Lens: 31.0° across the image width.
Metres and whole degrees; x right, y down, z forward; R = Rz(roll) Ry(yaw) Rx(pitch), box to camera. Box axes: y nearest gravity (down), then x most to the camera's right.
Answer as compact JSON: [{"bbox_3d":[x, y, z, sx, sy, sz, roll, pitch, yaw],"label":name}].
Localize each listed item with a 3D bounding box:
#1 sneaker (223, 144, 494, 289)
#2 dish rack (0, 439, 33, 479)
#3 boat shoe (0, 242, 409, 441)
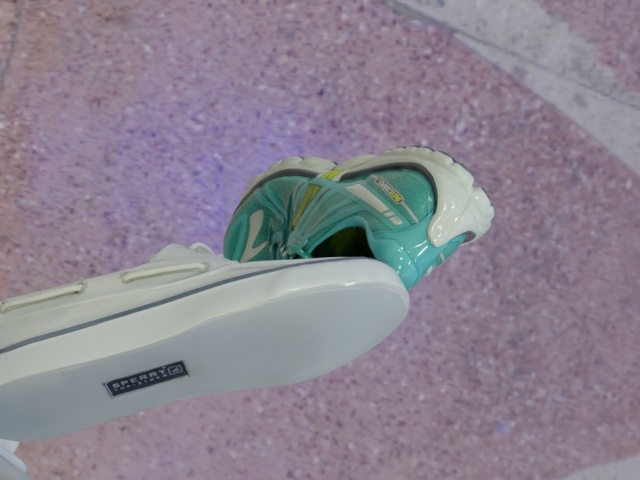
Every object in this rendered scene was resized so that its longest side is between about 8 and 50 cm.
[{"bbox_3d":[0.000,0.000,0.845,0.107,0.275,0.110,52,59,-16],"label":"sneaker"},{"bbox_3d":[-0.395,0.124,0.932,0.333,0.285,0.072,46,57,-32],"label":"dish rack"},{"bbox_3d":[-0.080,0.040,0.675,0.258,0.084,0.095,-11,141,-10],"label":"boat shoe"}]
